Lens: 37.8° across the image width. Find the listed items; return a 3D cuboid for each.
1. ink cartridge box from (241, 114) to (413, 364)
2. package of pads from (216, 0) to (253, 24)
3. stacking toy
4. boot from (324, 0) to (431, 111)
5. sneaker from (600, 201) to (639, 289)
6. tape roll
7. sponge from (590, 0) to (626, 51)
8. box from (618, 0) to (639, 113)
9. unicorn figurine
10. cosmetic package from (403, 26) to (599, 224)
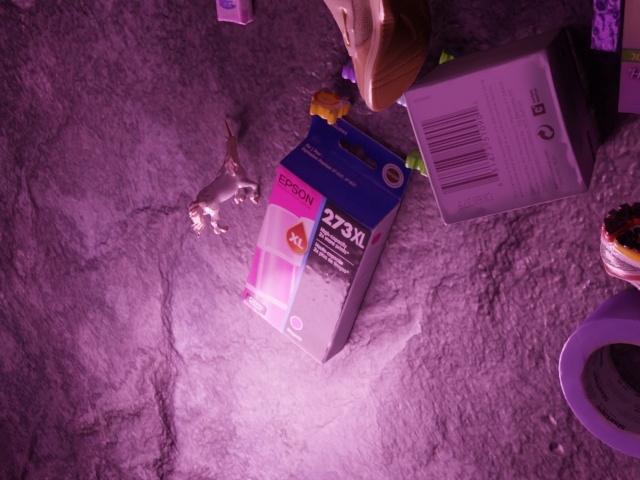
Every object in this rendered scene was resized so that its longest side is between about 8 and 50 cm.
[{"bbox_3d":[0.000,0.000,1.369,0.176,0.069,0.370,37,130,21],"label":"ink cartridge box"},{"bbox_3d":[-0.121,-0.344,1.299,0.050,0.032,0.083,16,123,32],"label":"package of pads"},{"bbox_3d":[0.092,-0.197,1.183,0.221,0.052,0.166,31,131,21],"label":"stacking toy"},{"bbox_3d":[0.023,-0.289,1.073,0.203,0.095,0.262,39,157,28],"label":"boot"},{"bbox_3d":[0.412,0.039,1.017,0.225,0.088,0.092,30,151,26],"label":"sneaker"},{"bbox_3d":[0.384,0.157,1.097,0.189,0.080,0.188,21,126,32],"label":"tape roll"},{"bbox_3d":[0.294,-0.295,0.892,0.031,0.117,0.210,13,121,31],"label":"sponge"},{"bbox_3d":[0.397,-0.230,0.838,0.214,0.117,0.242,15,122,36],"label":"box"},{"bbox_3d":[-0.143,-0.085,1.424,0.060,0.161,0.111,14,149,30],"label":"unicorn figurine"},{"bbox_3d":[0.199,-0.126,1.000,0.152,0.183,0.151,-14,105,24],"label":"cosmetic package"}]
